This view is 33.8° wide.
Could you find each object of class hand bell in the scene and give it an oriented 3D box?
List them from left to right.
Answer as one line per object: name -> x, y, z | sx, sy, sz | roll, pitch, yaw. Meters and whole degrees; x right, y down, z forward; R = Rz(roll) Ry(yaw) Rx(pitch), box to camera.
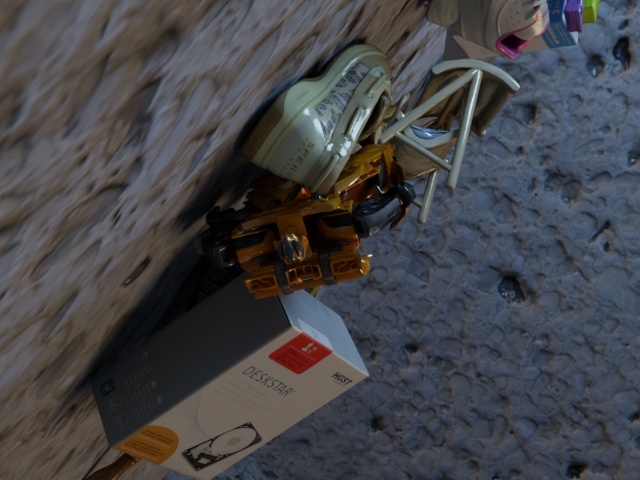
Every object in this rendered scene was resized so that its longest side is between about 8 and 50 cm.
hand bell -> -0.306, 0.352, 1.696 | 0.242, 0.126, 0.126 | -39, 176, 2

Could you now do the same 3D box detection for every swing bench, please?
swing bench -> 0.219, -0.201, 1.996 | 0.254, 0.165, 0.253 | -55, 177, -16

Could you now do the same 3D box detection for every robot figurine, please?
robot figurine -> -0.001, -0.024, 1.030 | 0.211, 0.085, 0.291 | -12, -164, 13

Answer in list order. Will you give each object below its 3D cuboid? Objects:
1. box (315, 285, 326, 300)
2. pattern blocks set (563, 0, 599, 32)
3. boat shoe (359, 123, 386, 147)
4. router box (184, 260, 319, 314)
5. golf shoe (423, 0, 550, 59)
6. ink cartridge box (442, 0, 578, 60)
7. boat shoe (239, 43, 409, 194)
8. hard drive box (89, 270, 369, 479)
box -> -0.059, 0.124, 1.926 | 0.183, 0.056, 0.231 | -66, -171, -6
pattern blocks set -> 0.312, -0.381, 1.219 | 0.285, 0.026, 0.325 | 69, 31, -50
boat shoe -> 0.073, -0.164, 1.456 | 0.045, 0.050, 0.135 | -45, 175, -13
router box -> -0.065, 0.045, 1.325 | 0.309, 0.081, 0.243 | -45, 162, -56
golf shoe -> 0.213, -0.304, 1.151 | 0.115, 0.140, 0.306 | -48, 174, -15
ink cartridge box -> 0.231, -0.293, 1.329 | 0.061, 0.181, 0.104 | 36, 57, -52
boat shoe -> 0.018, -0.114, 1.023 | 0.104, 0.089, 0.285 | -54, 175, 33
hard drive box -> -0.095, 0.146, 1.127 | 0.232, 0.089, 0.181 | -36, 144, 12
